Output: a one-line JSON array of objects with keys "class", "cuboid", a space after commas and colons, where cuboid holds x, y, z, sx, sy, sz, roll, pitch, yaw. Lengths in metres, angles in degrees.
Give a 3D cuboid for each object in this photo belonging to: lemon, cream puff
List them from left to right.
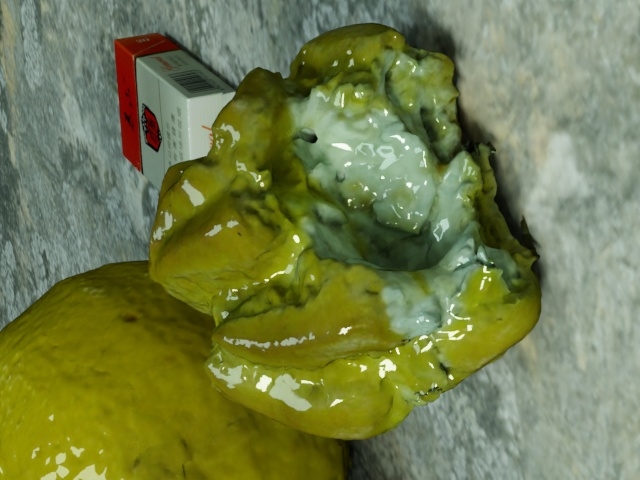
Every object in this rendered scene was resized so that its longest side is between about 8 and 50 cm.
[{"class": "lemon", "cuboid": [-0.106, 0.144, 1.051, 0.320, 0.245, 0.245, 38, 135, 46]}, {"class": "cream puff", "cuboid": [-0.001, 0.003, 0.842, 0.195, 0.194, 0.221, 118, 137, -55]}]

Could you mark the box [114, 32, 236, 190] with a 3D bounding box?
[{"class": "box", "cuboid": [-0.110, -0.088, 1.185, 0.152, 0.048, 0.100, 38, 133, 52]}]
